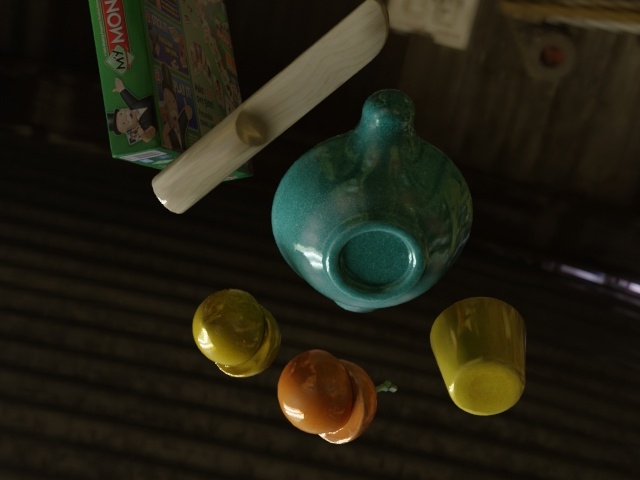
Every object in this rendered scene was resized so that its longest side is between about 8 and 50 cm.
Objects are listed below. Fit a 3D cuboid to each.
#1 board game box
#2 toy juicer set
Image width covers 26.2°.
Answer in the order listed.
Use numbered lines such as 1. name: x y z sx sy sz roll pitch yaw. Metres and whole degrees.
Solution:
1. board game box: -0.133 -0.169 1.248 0.046 0.214 0.317 -11 176 10
2. toy juicer set: 0.000 0.000 0.918 0.209 0.329 0.089 -19 -147 12
